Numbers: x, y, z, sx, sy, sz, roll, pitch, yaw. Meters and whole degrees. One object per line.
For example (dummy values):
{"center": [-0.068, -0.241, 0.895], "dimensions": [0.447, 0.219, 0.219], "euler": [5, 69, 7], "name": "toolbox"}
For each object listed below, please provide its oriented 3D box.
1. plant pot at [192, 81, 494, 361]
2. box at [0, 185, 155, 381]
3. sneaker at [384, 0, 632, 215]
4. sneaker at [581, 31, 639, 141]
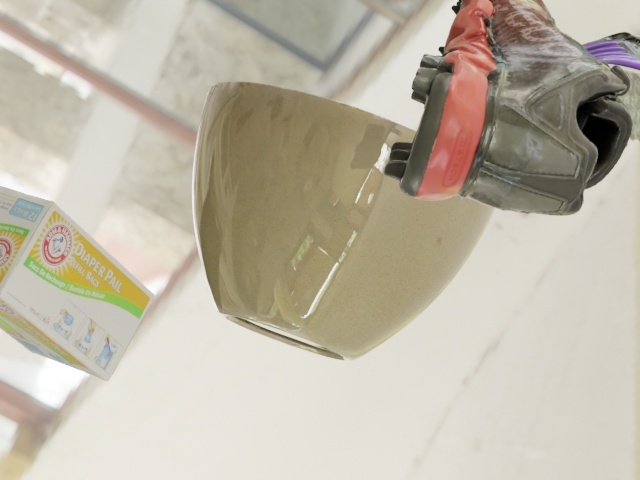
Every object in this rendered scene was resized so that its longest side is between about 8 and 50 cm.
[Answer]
{"center": [0.000, 0.000, 1.389], "dimensions": [0.284, 0.284, 0.191], "euler": [-4, -115, 71], "name": "plant pot"}
{"center": [-0.272, 0.040, 1.491], "dimensions": [0.114, 0.203, 0.103], "euler": [16, -110, 33], "name": "box"}
{"center": [0.126, -0.092, 0.956], "dimensions": [0.276, 0.135, 0.098], "euler": [-69, 176, -61], "name": "sneaker"}
{"center": [0.388, -0.211, 1.933], "dimensions": [0.146, 0.102, 0.293], "euler": [-35, -155, -21], "name": "sneaker"}
